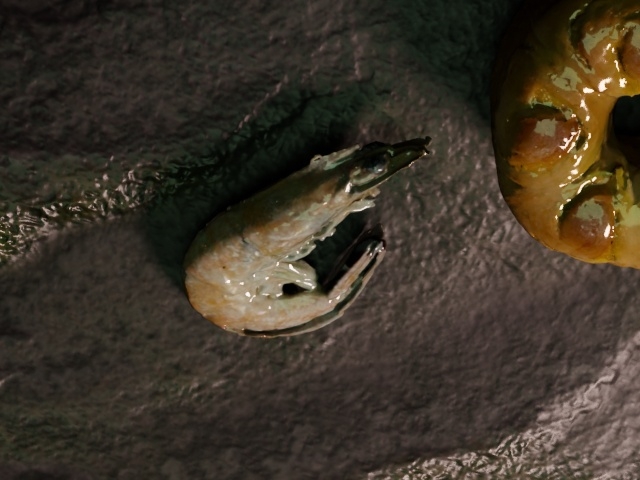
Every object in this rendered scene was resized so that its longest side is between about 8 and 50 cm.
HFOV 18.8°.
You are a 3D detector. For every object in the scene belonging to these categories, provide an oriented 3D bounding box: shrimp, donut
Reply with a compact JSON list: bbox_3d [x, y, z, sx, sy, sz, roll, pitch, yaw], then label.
[{"bbox_3d":[0.000,0.000,1.394,0.223,0.047,0.126,-33,120,23],"label":"shrimp"},{"bbox_3d":[0.220,-0.088,1.303,0.227,0.114,0.226,1,119,1],"label":"donut"}]
